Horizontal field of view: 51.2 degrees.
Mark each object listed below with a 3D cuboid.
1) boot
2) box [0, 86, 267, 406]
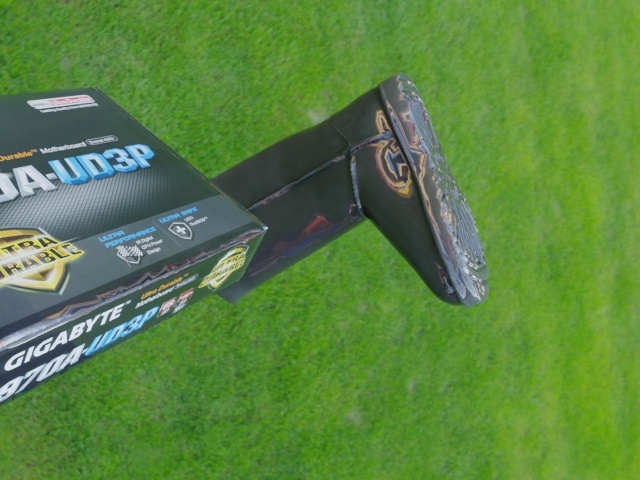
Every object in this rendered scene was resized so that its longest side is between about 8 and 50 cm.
[{"bbox_3d":[0.000,-0.002,1.045,0.146,0.445,0.367,17,52,-59],"label":"boot"},{"bbox_3d":[-0.160,-0.015,0.388,0.220,0.175,0.051,-28,153,-58],"label":"box"}]
